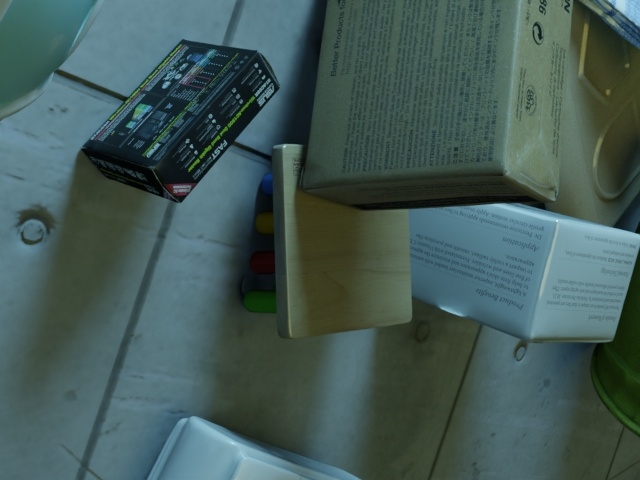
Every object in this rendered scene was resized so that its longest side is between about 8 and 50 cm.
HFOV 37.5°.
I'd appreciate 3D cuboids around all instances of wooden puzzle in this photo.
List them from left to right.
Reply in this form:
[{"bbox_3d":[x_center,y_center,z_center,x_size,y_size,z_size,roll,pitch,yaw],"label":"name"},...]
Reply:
[{"bbox_3d":[0.357,-0.203,1.140,0.348,0.080,0.322,-42,130,-22],"label":"wooden puzzle"}]

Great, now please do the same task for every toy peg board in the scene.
[{"bbox_3d":[0.000,0.000,0.850,0.161,0.079,0.160,-2,90,-46],"label":"toy peg board"}]

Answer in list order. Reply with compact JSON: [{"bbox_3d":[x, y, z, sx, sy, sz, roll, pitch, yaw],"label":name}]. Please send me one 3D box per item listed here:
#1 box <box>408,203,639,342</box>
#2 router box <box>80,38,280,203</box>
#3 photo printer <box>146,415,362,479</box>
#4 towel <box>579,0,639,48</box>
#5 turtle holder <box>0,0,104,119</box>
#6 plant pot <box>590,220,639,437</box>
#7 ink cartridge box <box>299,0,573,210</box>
[{"bbox_3d":[0.198,0.023,0.970,0.182,0.181,0.119,7,100,-47],"label":"box"},{"bbox_3d":[-0.101,-0.090,0.686,0.122,0.092,0.038,-51,134,-20],"label":"router box"},{"bbox_3d":[-0.088,0.333,0.838,0.256,0.107,0.307,32,81,-47],"label":"photo printer"},{"bbox_3d":[0.339,-0.321,1.009,0.285,0.034,0.209,29,73,-22],"label":"towel"},{"bbox_3d":[-0.216,-0.133,0.447,0.227,0.243,0.320,15,81,-68],"label":"turtle holder"},{"bbox_3d":[0.542,0.038,1.174,0.366,0.366,0.353,-28,127,-37],"label":"plant pot"},{"bbox_3d":[0.095,-0.146,0.758,0.088,0.193,0.234,18,76,-48],"label":"ink cartridge box"}]
